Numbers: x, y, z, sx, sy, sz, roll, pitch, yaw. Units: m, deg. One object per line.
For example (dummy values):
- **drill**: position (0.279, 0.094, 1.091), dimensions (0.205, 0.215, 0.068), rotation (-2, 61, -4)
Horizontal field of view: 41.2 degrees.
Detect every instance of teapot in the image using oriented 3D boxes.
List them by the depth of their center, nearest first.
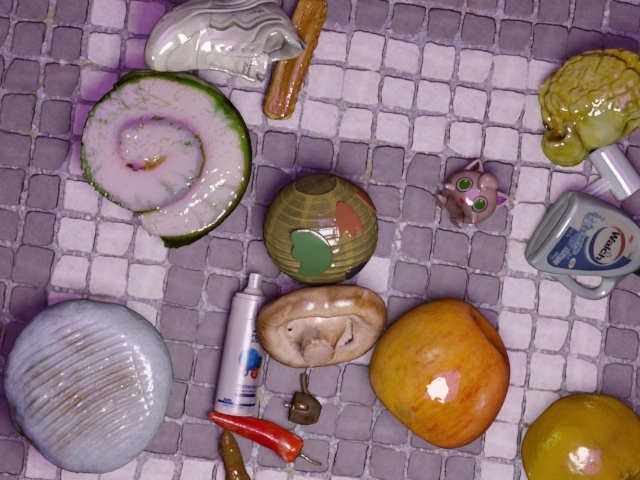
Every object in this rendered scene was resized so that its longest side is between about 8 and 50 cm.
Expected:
- **teapot**: position (-0.033, 0.345, 1.857), dimensions (0.080, 0.085, 0.110), rotation (17, 67, -4)

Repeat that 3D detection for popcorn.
- **popcorn**: position (0.592, -0.308, 1.859), dimensions (0.286, 0.174, 0.225), rotation (-33, 53, 19)

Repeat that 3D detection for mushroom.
- **mushroom**: position (0.002, 0.177, 1.785), dimensions (0.278, 0.278, 0.146), rotation (-1, 50, -3)

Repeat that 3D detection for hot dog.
- **hot dog**: position (-0.054, -0.402, 1.888), dimensions (0.083, 0.068, 0.289), rotation (20, 91, 21)

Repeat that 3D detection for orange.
- **orange**: position (0.557, 0.454, 1.797), dimensions (0.279, 0.235, 0.279), rotation (-18, 125, -28)

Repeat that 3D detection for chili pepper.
- **chili pepper**: position (-0.117, 0.425, 1.849), dimensions (0.272, 0.071, 0.063), rotation (25, 82, 1)

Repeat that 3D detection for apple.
- **apple**: position (0.257, 0.270, 1.764), dimensions (0.275, 0.299, 0.299), rotation (-45, 91, 4)

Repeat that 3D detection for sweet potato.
- **sweet potato**: position (-0.176, 0.531, 1.844), dimensions (0.067, 0.067, 0.274), rotation (-16, 97, -4)

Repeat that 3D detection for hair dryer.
- **hair dryer**: position (0.596, -0.111, 1.922), dimensions (0.236, 0.073, 0.131), rotation (-35, 88, 5)

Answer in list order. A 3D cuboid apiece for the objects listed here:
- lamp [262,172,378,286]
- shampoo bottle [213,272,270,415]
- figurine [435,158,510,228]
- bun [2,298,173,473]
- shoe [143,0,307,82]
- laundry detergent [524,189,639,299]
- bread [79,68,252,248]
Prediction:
- **lamp**: position (0.000, 0.000, 1.800), dimensions (0.250, 0.250, 0.284), rotation (-5, 122, -3)
- **shampoo bottle**: position (-0.163, 0.222, 1.844), dimensions (0.092, 0.092, 0.303), rotation (10, 87, -3)
- **figurine**: position (0.330, -0.098, 1.868), dimensions (0.138, 0.125, 0.125), rotation (-34, 90, -2)
- **bun**: position (-0.474, 0.297, 1.765), dimensions (0.362, 0.211, 0.362), rotation (0, 85, -5)
- **shoe**: position (-0.191, -0.409, 1.782), dimensions (0.342, 0.132, 0.210), rotation (-29, 69, -27)
- **laundry detergent**: position (0.615, 0.027, 1.883), dimensions (0.280, 0.105, 0.215), rotation (26, 108, -16)
- **bread**: position (-0.329, -0.172, 1.832), dimensions (0.366, 0.129, 0.382), rotation (-4, 89, -6)
